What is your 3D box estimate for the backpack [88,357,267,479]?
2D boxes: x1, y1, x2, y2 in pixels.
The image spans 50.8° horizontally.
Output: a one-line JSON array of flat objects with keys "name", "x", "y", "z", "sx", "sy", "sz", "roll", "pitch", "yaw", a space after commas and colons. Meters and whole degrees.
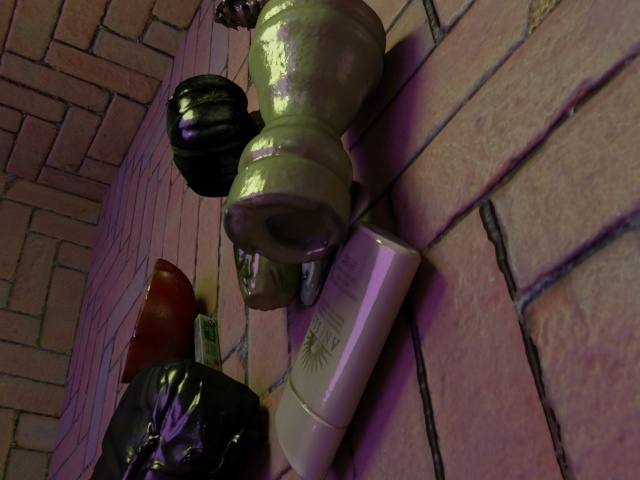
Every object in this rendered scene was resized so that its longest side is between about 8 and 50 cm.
[{"name": "backpack", "x": -0.283, "y": 0.445, "z": 1.207, "sx": 0.363, "sy": 0.255, "sz": 0.446, "roll": -22, "pitch": 41, "yaw": 57}]

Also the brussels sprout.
[{"name": "brussels sprout", "x": -0.095, "y": 0.032, "z": 1.215, "sx": 0.183, "sy": 0.131, "sz": 0.145, "roll": -98, "pitch": 19, "yaw": -62}]

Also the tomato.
[{"name": "tomato", "x": -0.380, "y": 0.207, "z": 1.652, "sx": 0.338, "sy": 0.143, "sz": 0.338, "roll": -165, "pitch": 90, "yaw": -77}]

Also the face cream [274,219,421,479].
[{"name": "face cream", "x": 0.028, "y": 0.151, "z": 0.963, "sx": 0.349, "sy": 0.081, "sz": 0.173, "roll": -67, "pitch": 24, "yaw": 9}]

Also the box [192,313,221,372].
[{"name": "box", "x": -0.251, "y": 0.249, "z": 1.497, "sx": 0.041, "sy": 0.050, "sz": 0.207, "roll": -54, "pitch": 30, "yaw": 25}]

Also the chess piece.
[{"name": "chess piece", "x": -0.028, "y": -0.184, "z": 1.074, "sx": 0.234, "sy": 0.234, "sz": 0.442, "roll": -40, "pitch": 33, "yaw": 48}]

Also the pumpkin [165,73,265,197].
[{"name": "pumpkin", "x": -0.227, "y": -0.253, "z": 1.611, "sx": 0.296, "sy": 0.295, "sz": 0.296, "roll": -43, "pitch": 38, "yaw": 46}]

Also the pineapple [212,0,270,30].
[{"name": "pineapple", "x": -0.108, "y": -0.498, "z": 1.444, "sx": 0.262, "sy": 0.271, "sz": 0.262, "roll": -44, "pitch": 36, "yaw": 45}]

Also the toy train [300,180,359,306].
[{"name": "toy train", "x": 0.000, "y": 0.000, "z": 1.156, "sx": 0.234, "sy": 0.051, "sz": 0.052, "roll": -69, "pitch": 22, "yaw": 6}]
